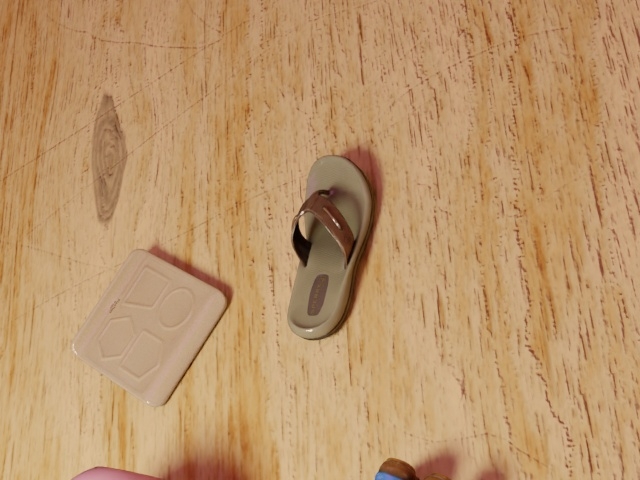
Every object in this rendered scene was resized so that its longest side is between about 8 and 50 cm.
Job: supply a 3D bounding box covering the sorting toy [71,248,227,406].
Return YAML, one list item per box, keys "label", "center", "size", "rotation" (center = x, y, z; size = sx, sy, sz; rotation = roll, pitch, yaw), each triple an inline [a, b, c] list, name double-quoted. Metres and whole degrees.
- label: "sorting toy"
  center: [-0.252, 0.127, 1.830]
  size: [0.208, 0.038, 0.193]
  rotation: [26, 79, 38]

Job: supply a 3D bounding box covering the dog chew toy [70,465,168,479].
- label: "dog chew toy"
  center: [-0.263, 0.453, 1.524]
  size: [0.206, 0.206, 0.332]
  rotation: [0, 71, 36]

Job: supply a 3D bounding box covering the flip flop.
- label: "flip flop"
  center: [0.000, 0.000, 1.694]
  size: [0.112, 0.080, 0.277]
  rotation: [-5, 60, 33]

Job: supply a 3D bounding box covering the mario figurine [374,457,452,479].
- label: "mario figurine"
  center: [0.055, 0.417, 1.392]
  size: [0.321, 0.170, 0.198]
  rotation: [-56, 9, -21]
